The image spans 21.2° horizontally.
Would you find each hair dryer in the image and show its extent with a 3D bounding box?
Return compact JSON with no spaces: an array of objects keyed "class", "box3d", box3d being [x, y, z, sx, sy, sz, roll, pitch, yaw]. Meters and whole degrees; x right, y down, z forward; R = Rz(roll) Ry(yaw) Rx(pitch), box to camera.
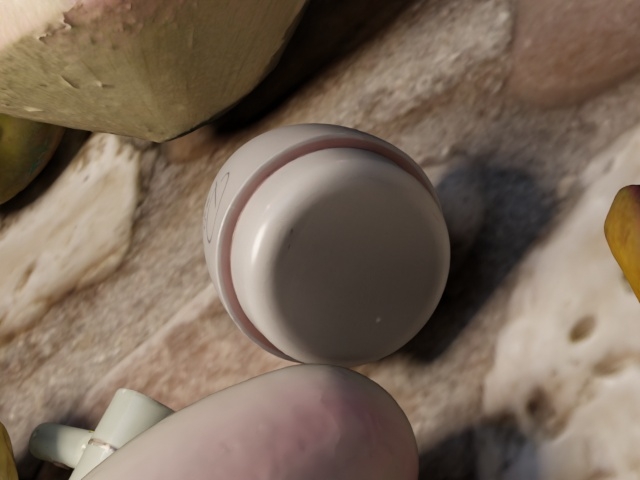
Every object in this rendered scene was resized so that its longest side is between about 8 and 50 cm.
[{"class":"hair dryer","box3d":[-0.130,0.123,0.938,0.137,0.047,0.082,2,60,57]}]

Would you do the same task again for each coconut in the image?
[{"class":"coconut","box3d":[-0.130,-0.212,1.040,0.297,0.309,0.297,-21,9,3]}]

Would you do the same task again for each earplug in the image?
[{"class":"earplug","box3d":[-0.079,0.170,0.740,0.301,0.172,0.172,-45,34,-2]}]

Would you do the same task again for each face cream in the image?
[{"class":"face cream","box3d":[0.000,0.000,0.836,0.117,0.117,0.104,-51,27,0]}]

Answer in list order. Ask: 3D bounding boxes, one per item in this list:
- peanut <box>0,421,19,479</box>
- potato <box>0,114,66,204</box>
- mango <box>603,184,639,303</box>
[{"class":"peanut","box3d":[-0.277,0.209,0.936,0.313,0.152,0.152,-55,34,-12]},{"class":"potato","box3d":[-0.239,-0.088,1.194,0.117,0.182,0.202,35,63,20]},{"class":"mango","box3d":[0.238,-0.006,0.510,0.287,0.153,0.201,-21,12,28]}]
